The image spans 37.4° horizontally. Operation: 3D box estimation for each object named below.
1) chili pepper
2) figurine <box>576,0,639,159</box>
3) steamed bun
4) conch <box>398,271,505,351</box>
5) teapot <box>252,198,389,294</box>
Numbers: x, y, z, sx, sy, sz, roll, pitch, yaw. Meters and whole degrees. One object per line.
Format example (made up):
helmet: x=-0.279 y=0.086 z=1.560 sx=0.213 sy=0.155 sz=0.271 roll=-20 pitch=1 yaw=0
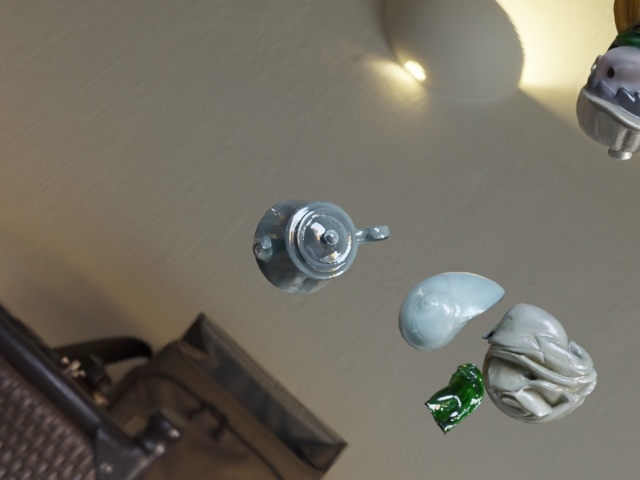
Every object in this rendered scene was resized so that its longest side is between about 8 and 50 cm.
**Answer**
chili pepper: x=0.312 y=0.358 z=2.156 sx=0.098 sy=0.224 sz=0.061 roll=44 pitch=-51 yaw=6
figurine: x=0.536 y=-0.298 z=1.534 sx=0.185 sy=0.332 sz=0.204 roll=19 pitch=-2 yaw=28
steamed bun: x=0.373 y=0.243 z=1.707 sx=0.211 sy=0.144 sz=0.218 roll=42 pitch=-35 yaw=13
conch: x=0.243 y=0.121 z=1.755 sx=0.185 sy=0.221 sz=0.121 roll=0 pitch=-69 yaw=43
teapot: x=0.000 y=0.000 z=1.542 sx=0.149 sy=0.239 sz=0.162 roll=161 pitch=-76 yaw=-65
